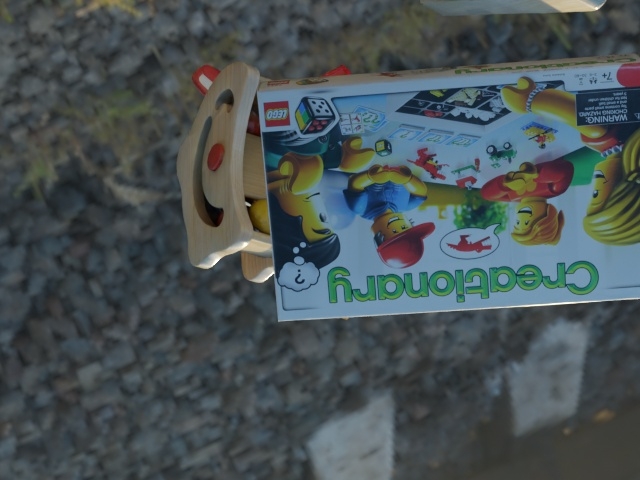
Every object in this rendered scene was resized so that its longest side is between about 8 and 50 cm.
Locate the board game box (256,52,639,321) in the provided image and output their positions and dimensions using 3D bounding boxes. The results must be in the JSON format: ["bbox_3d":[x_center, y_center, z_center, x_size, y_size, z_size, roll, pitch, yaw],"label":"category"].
[{"bbox_3d":[0.108,-0.041,1.179,0.305,0.053,0.193,-4,106,4],"label":"board game box"}]

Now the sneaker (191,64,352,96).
[{"bbox_3d":[-0.037,-0.176,1.773,0.128,0.221,0.087,-56,-177,0],"label":"sneaker"}]

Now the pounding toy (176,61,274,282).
[{"bbox_3d":[-0.046,-0.080,1.504,0.155,0.269,0.154,16,134,-30],"label":"pounding toy"}]

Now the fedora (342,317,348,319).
[{"bbox_3d":[0.000,0.000,1.711,0.079,0.194,0.194,-34,149,-8],"label":"fedora"}]

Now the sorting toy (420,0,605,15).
[{"bbox_3d":[0.146,-0.290,1.003,0.089,0.257,0.255,24,90,-19],"label":"sorting toy"}]
